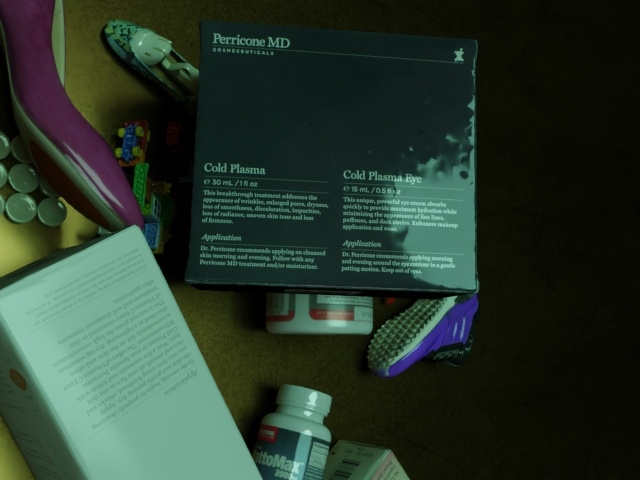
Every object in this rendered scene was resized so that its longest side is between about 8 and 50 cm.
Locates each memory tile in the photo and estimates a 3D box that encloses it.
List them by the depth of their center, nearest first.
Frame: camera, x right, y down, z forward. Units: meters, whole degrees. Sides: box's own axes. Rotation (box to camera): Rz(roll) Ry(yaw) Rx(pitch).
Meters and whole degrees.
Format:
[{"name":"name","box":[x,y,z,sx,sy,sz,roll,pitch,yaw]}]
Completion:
[{"name":"memory tile","box":[-0.379,-0.077,0.808,0.148,0.012,0.113,7,79,-38]}]

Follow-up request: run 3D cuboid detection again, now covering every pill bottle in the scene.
[{"name":"pill bottle","box":[-0.044,0.307,0.969,0.108,0.108,0.180,28,66,-34]},{"name":"pill bottle","box":[0.000,0.000,1.014,0.161,0.161,0.283,8,79,-39]}]

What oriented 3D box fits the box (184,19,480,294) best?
[{"name":"box","box":[0.013,-0.088,0.855,0.343,0.179,0.312,3,83,-6]}]

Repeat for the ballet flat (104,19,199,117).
[{"name":"ballet flat","box":[-0.212,-0.248,0.938,0.188,0.070,0.070,37,62,-30]}]

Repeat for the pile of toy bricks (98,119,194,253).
[{"name":"pile of toy bricks","box":[-0.221,-0.052,0.893,0.105,0.118,0.212,66,23,-64]}]

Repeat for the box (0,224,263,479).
[{"name":"box","box":[-0.242,0.182,0.752,0.168,0.215,0.345,-32,104,-39]}]

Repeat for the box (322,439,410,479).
[{"name":"box","box":[0.082,0.452,1.040,0.148,0.127,0.232,-44,111,-35]}]

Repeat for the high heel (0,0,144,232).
[{"name":"high heel","box":[-0.283,-0.183,0.775,0.181,0.127,0.377,-38,90,-27]}]

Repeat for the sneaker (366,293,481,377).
[{"name":"sneaker","box":[0.208,0.179,1.200,0.293,0.102,0.146,-37,108,-37]}]

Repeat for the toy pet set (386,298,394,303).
[{"name":"toy pet set","box":[0.102,0.033,1.177,0.122,0.065,0.114,31,100,-29]}]
